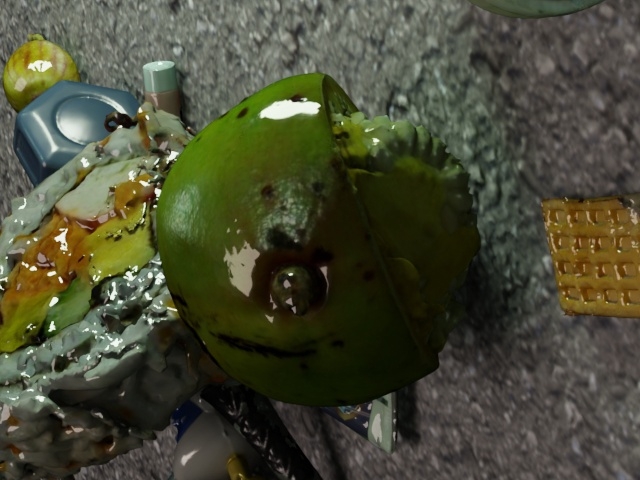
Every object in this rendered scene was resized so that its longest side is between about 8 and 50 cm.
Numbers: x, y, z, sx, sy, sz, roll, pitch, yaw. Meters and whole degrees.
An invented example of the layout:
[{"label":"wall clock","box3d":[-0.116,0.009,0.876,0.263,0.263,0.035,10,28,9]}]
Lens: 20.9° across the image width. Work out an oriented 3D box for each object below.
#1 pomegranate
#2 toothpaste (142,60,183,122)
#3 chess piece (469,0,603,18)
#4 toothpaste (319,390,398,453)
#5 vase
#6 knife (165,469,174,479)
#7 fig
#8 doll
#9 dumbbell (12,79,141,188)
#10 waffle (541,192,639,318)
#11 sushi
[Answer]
[{"label":"pomegranate","box3d":[0.000,0.000,1.385,0.340,0.260,0.260,-89,-13,-88]},{"label":"toothpaste","box3d":[-0.157,-0.085,1.816,0.056,0.036,0.205,29,130,54]},{"label":"chess piece","box3d":[0.104,-0.248,1.200,0.298,0.176,0.175,-149,52,-69]},{"label":"toothpaste","box3d":[-0.043,0.095,1.656,0.392,0.061,0.098,25,122,54]},{"label":"vase","box3d":[-0.043,0.193,1.644,0.167,0.059,0.059,52,148,3]},{"label":"knife","box3d":[-0.183,0.325,2.045,0.054,0.015,0.212,59,146,15]},{"label":"fig","box3d":[-0.342,-0.208,2.035,0.166,0.093,0.093,55,144,36]},{"label":"doll","box3d":[-0.138,0.163,1.809,0.293,0.119,0.138,50,159,32]},{"label":"dumbbell","box3d":[-0.279,-0.021,1.945,0.144,0.156,0.316,32,135,13]},{"label":"waffle","box3d":[0.206,0.010,1.222,0.135,0.021,0.092,-4,98,61]},{"label":"sushi","box3d":[-0.204,0.064,1.659,0.176,0.417,0.417,43,166,-30]}]
